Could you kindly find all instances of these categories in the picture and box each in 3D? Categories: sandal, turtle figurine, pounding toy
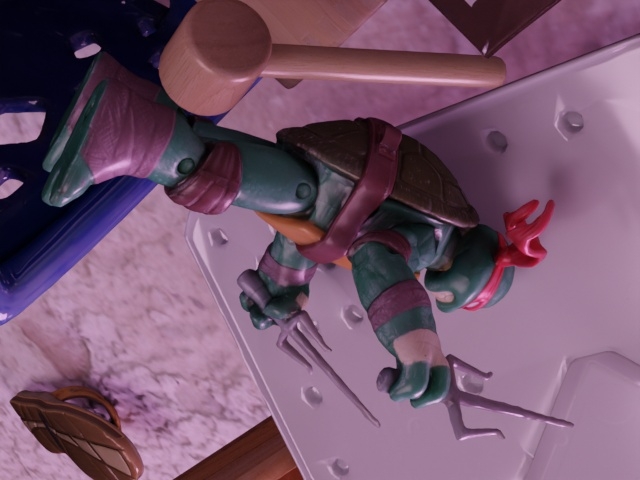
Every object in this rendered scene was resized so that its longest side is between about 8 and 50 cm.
[{"bbox_3d":[-0.189,0.144,1.196,0.180,0.049,0.072,10,132,55],"label":"sandal"},{"bbox_3d":[0.000,0.000,0.645,0.234,0.118,0.175,27,171,-15],"label":"turtle figurine"},{"bbox_3d":[-0.011,-0.113,0.609,0.181,0.206,0.094,44,145,-7],"label":"pounding toy"}]

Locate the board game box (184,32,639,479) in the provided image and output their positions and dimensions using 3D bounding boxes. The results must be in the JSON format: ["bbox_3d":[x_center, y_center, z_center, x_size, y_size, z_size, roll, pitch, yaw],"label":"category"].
[{"bbox_3d":[0.162,0.103,0.702,0.390,0.050,0.390,-19,102,39],"label":"board game box"}]

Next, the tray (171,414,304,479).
[{"bbox_3d":[0.068,0.285,0.890,0.076,0.203,0.411,-11,106,56],"label":"tray"}]

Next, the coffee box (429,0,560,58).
[{"bbox_3d":[0.027,-0.231,0.521,0.297,0.119,0.168,45,143,-8],"label":"coffee box"}]

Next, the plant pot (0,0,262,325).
[{"bbox_3d":[-0.186,-0.137,0.725,0.212,0.236,0.236,18,142,35],"label":"plant pot"}]
